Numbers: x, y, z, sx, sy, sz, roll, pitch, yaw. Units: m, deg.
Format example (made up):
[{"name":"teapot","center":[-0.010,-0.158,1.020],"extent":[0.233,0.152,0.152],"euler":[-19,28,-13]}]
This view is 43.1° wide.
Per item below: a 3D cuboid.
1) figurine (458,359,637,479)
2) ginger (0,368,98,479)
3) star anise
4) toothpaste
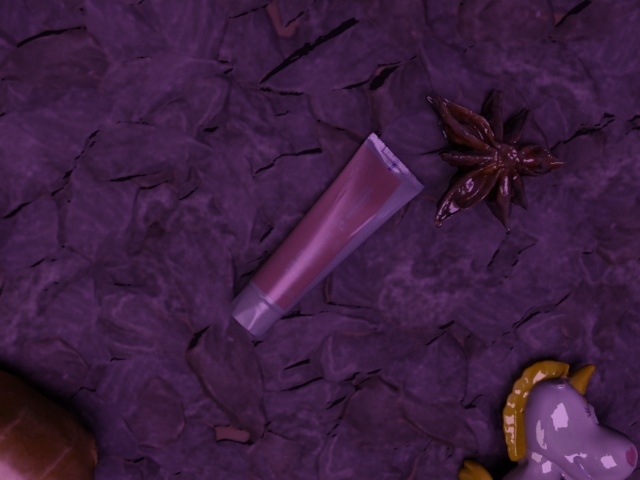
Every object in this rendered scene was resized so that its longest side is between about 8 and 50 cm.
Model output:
[{"name":"figurine","center":[0.217,0.197,0.750],"extent":[0.129,0.109,0.178],"euler":[31,96,14]},{"name":"ginger","center":[-0.399,0.159,0.636],"extent":[0.363,0.122,0.348],"euler":[-31,70,-28]},{"name":"star anise","center":[0.153,-0.067,0.686],"extent":[0.129,0.056,0.124],"euler":[-2,87,-17]},{"name":"toothpaste","center":[0.000,0.000,0.697],"extent":[0.067,0.043,0.194],"euler":[44,91,-13]}]
